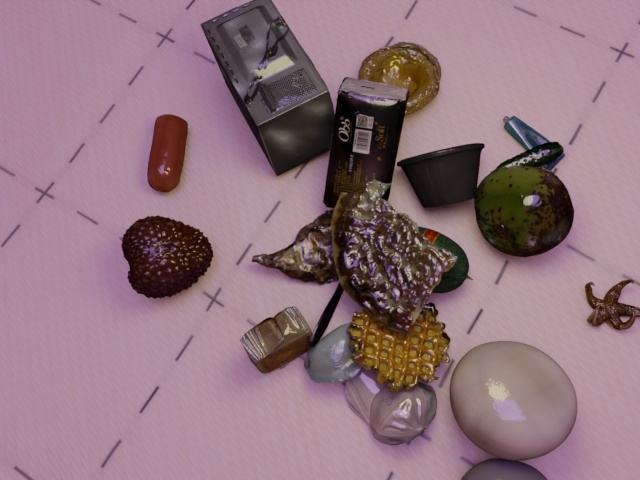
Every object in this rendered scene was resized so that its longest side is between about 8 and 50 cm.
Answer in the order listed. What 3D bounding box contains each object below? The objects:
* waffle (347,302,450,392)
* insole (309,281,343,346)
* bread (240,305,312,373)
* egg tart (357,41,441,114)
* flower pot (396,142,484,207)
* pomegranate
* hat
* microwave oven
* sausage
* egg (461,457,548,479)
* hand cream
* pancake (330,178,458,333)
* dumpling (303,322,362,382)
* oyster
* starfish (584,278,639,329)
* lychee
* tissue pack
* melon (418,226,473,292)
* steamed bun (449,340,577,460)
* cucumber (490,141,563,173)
[{"bbox_3d":[0.229,0.279,1.748,0.330,0.062,0.329,7,52,-9],"label":"waffle"},{"bbox_3d":[0.037,0.176,1.786,0.012,0.110,0.309,18,62,17],"label":"insole"},{"bbox_3d":[-0.123,0.282,1.749,0.192,0.210,0.109,-31,67,-6],"label":"bread"},{"bbox_3d":[0.260,-0.523,2.022,0.289,0.118,0.288,-2,71,6],"label":"egg tart"},{"bbox_3d":[0.377,-0.191,1.858,0.269,0.269,0.166,-13,91,1],"label":"flower pot"},{"bbox_3d":[0.618,-0.111,1.808,0.285,0.285,0.341,38,53,15],"label":"pomegranate"},{"bbox_3d":[0.194,0.433,1.713,0.219,0.164,0.226,-43,95,-10],"label":"hat"},{"bbox_3d":[-0.154,-0.487,1.919,0.236,0.374,0.432,-28,68,-4],"label":"microwave oven"},{"bbox_3d":[-0.504,-0.284,2.015,0.114,0.113,0.259,1,72,5],"label":"sausage"},{"bbox_3d":[0.486,0.657,1.592,0.232,0.176,0.176,-6,72,1],"label":"egg"},{"bbox_3d":[0.673,-0.321,1.965,0.224,0.048,0.083,43,82,11],"label":"hand cream"},{"bbox_3d":[0.176,0.037,1.734,0.305,0.067,0.426,-43,73,11],"label":"pancake"},{"bbox_3d":[0.059,0.334,1.769,0.217,0.105,0.149,-39,72,-11],"label":"dumpling"},{"bbox_3d":[0.004,0.027,1.876,0.396,0.111,0.204,-33,76,-10],"label":"oyster"},{"bbox_3d":[0.857,0.184,1.767,0.190,0.074,0.146,8,74,7],"label":"starfish"},{"bbox_3d":[-0.455,0.046,1.845,0.272,0.271,0.271,-1,72,4],"label":"lychee"},{"bbox_3d":[0.129,-0.282,1.815,0.210,0.198,0.369,14,119,10],"label":"tissue pack"},{"bbox_3d":[0.312,0.058,1.797,0.288,0.182,0.182,25,76,12],"label":"melon"},{"bbox_3d":[0.505,0.407,1.610,0.325,0.206,0.324,3,47,-3],"label":"steamed bun"},{"bbox_3d":[0.644,-0.249,1.919,0.228,0.069,0.069,-21,71,13],"label":"cucumber"}]
